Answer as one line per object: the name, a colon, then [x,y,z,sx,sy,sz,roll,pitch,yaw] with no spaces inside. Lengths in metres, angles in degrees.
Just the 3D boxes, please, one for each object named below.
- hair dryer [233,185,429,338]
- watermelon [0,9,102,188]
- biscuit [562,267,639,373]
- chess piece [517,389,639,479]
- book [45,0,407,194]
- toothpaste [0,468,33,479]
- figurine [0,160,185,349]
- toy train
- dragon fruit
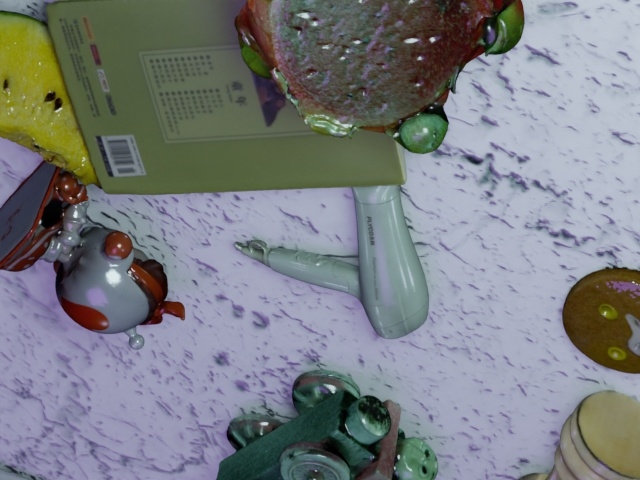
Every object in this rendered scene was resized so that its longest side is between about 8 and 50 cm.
hair dryer: [0.000,0.000,1.978,0.237,0.075,0.206,6,125,30]
watermelon: [-0.327,-0.161,1.906,0.123,0.129,0.301,-24,145,34]
biscuit: [0.371,0.089,1.898,0.236,0.039,0.180,0,130,27]
chess piece: [0.259,0.325,2.107,0.117,0.117,0.397,30,136,-3]
book: [-0.098,-0.154,1.860,0.352,0.035,0.239,-2,121,20]
toothpaste: [-0.523,0.321,2.487,0.323,0.066,0.100,21,130,0]
figurine: [-0.260,0.034,2.067,0.226,0.160,0.183,33,136,-19]
toy train: [0.008,0.290,2.174,0.221,0.150,0.304,35,134,-23]
dragon fruit: [0.050,-0.221,1.669,0.268,0.130,0.295,-15,121,3]
